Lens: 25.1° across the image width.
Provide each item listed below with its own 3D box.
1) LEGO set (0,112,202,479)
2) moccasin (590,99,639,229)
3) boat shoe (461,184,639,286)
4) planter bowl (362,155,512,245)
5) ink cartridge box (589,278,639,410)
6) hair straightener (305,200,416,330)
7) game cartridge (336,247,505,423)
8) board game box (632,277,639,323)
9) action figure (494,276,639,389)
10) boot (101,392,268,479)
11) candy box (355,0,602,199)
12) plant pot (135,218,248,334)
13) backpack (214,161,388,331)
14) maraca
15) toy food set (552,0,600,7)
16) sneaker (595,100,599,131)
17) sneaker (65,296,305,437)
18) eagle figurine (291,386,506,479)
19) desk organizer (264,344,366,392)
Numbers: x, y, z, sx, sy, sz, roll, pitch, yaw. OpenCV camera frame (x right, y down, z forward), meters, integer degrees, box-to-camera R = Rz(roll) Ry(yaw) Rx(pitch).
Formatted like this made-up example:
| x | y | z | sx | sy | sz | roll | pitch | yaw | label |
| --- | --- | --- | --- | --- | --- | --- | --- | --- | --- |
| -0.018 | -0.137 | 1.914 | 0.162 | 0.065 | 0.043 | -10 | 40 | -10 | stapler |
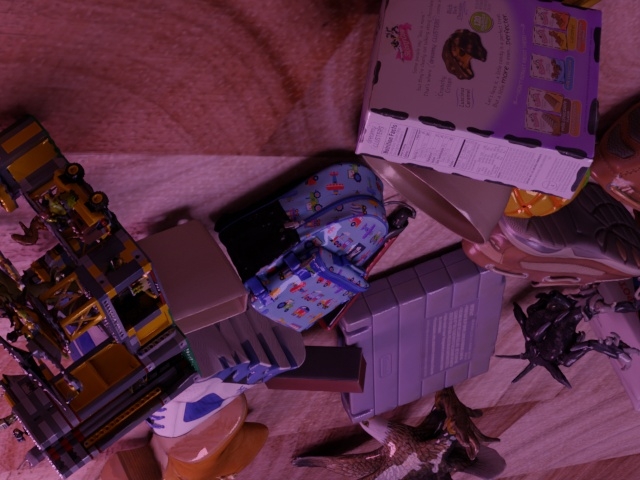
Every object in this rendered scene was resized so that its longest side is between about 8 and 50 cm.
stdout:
| x | y | z | sx | sy | sz | roll | pitch | yaw | label |
| --- | --- | --- | --- | --- | --- | --- | --- | --- | --- |
| -0.256 | 0.066 | 1.285 | 0.192 | 0.255 | 0.331 | -37 | 164 | -14 | LEGO set |
| 0.443 | -0.049 | 1.793 | 0.147 | 0.139 | 0.380 | -35 | 152 | 21 | moccasin |
| 0.298 | 0.000 | 1.801 | 0.324 | 0.123 | 0.116 | 14 | 142 | -43 | boat shoe |
| 0.135 | -0.087 | 1.470 | 0.109 | 0.162 | 0.162 | -53 | 153 | -6 | planter bowl |
| 0.548 | 0.117 | 2.151 | 0.233 | 0.171 | 0.168 | -22 | 153 | -7 | ink cartridge box |
| 0.033 | 0.030 | 1.692 | 0.089 | 0.047 | 0.230 | 1 | 143 | -42 | hair straightener |
| 0.133 | 0.126 | 1.947 | 0.230 | 0.068 | 0.355 | -24 | 154 | -10 | game cartridge |
| 0.541 | 0.043 | 2.024 | 0.194 | 0.194 | 0.060 | -18 | 154 | 32 | board game box |
| 0.382 | 0.109 | 2.013 | 0.276 | 0.164 | 0.141 | -42 | 138 | 19 | action figure |
| -0.139 | 0.258 | 1.927 | 0.211 | 0.104 | 0.295 | -1 | 150 | -49 | boot |
| 0.140 | -0.139 | 1.258 | 0.196 | 0.164 | 0.070 | 12 | 149 | -2 | candy box |
| -0.143 | 0.040 | 1.489 | 0.109 | 0.096 | 0.109 | -20 | 170 | -8 | plant pot |
| 0.000 | 0.000 | 1.535 | 0.173 | 0.117 | 0.158 | -32 | 154 | 9 | backpack |
| 0.205 | -0.079 | 1.592 | 0.186 | 0.099 | 0.127 | 6 | 147 | -3 | maraca |
| 0.270 | -0.275 | 1.323 | 0.218 | 0.071 | 0.128 | -33 | 176 | 21 | toy food set |
| 0.192 | -0.133 | 1.364 | 0.094 | 0.208 | 0.081 | 2 | 127 | -22 | sneaker |
| -0.176 | 0.157 | 1.659 | 0.315 | 0.127 | 0.182 | 7 | 138 | -49 | sneaker |
| 0.110 | 0.340 | 2.188 | 0.298 | 0.225 | 0.226 | -45 | 159 | 15 | eagle figurine |
| -0.009 | 0.165 | 1.840 | 0.130 | 0.047 | 0.050 | 1 | 155 | 12 | desk organizer |
